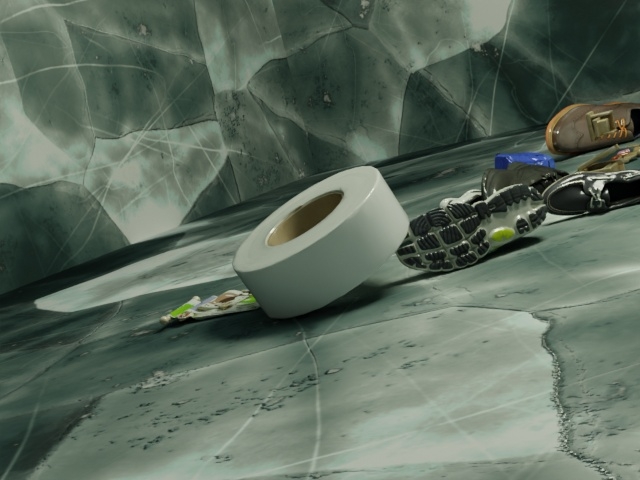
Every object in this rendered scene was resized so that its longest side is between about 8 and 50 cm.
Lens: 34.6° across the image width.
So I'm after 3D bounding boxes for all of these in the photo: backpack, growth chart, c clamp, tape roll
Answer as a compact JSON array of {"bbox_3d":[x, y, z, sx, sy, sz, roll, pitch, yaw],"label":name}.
[{"bbox_3d":[0.444,-0.137,2.191,0.120,0.098,0.101,-4,13,-20],"label":"backpack"},{"bbox_3d":[-0.148,0.106,1.817,0.237,0.021,0.172,-11,9,14],"label":"growth chart"},{"bbox_3d":[0.254,-0.042,1.954,0.137,0.022,0.160,-47,-12,17],"label":"c clamp"},{"bbox_3d":[0.000,0.000,1.658,0.286,0.100,0.286,-31,18,11],"label":"tape roll"}]

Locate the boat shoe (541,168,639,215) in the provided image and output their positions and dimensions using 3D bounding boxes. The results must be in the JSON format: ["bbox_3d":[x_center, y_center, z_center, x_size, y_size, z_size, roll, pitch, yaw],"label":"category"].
[{"bbox_3d":[0.492,-0.087,1.804,0.206,0.075,0.065,-10,5,1],"label":"boat shoe"}]

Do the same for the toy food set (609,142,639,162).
[{"bbox_3d":[0.714,-0.196,2.385,0.122,0.019,0.078,-31,16,-38],"label":"toy food set"}]

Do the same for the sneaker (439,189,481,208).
[{"bbox_3d":[0.317,-0.079,2.245,0.109,0.040,0.044,-20,25,-14],"label":"sneaker"}]

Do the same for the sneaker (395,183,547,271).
[{"bbox_3d":[0.246,-0.005,1.695,0.275,0.107,0.110,-16,-15,-19],"label":"sneaker"}]

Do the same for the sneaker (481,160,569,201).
[{"bbox_3d":[0.398,-0.099,1.985,0.130,0.109,0.286,2,19,32],"label":"sneaker"}]

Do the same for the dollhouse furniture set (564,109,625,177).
[{"bbox_3d":[0.498,-0.153,1.938,0.101,0.161,0.182,-10,8,30],"label":"dollhouse furniture set"}]

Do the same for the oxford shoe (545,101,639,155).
[{"bbox_3d":[0.750,-0.307,2.723,0.363,0.130,0.132,-19,15,-30],"label":"oxford shoe"}]
